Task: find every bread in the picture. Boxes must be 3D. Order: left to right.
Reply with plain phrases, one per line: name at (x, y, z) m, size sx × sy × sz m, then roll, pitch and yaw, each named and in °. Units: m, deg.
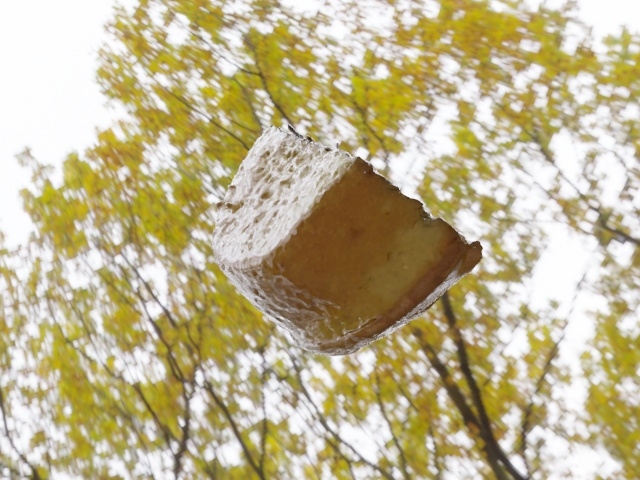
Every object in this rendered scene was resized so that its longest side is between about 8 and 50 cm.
bread at (0.000, 0.000, 0.999) m, size 0.143 × 0.229 × 0.139 m, roll 43°, pitch -95°, yaw -21°
